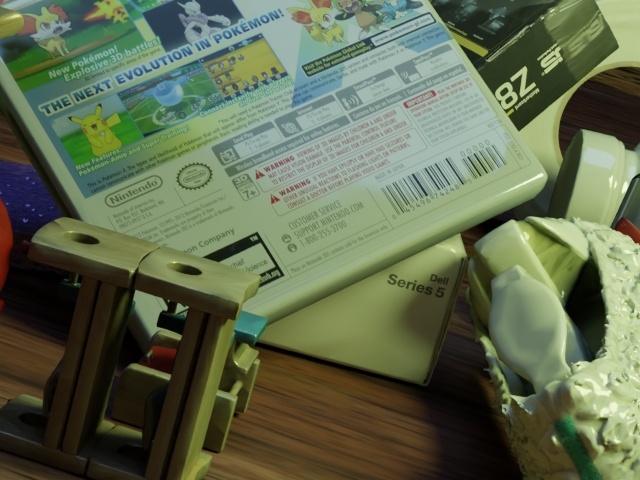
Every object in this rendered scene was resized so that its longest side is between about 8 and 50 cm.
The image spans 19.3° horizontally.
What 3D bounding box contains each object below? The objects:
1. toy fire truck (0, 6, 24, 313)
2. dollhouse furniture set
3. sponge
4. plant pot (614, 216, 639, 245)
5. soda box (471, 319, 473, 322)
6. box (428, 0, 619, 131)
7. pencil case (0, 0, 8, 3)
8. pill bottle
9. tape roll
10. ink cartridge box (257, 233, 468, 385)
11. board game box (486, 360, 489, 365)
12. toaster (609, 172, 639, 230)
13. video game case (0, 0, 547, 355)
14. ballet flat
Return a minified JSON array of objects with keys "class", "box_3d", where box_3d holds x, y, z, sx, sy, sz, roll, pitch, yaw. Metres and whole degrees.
[{"class":"toy fire truck","box_3d":[-0.253,-0.041,1.092,0.217,0.246,0.158,24,-4,31]},{"class":"dollhouse furniture set","box_3d":[-0.107,0.055,1.144,0.129,0.129,0.184,17,15,5]},{"class":"sponge","box_3d":[-0.216,-0.018,1.507,0.117,0.031,0.210,10,15,-22]},{"class":"plant pot","box_3d":[0.341,-0.002,1.476,0.191,0.174,0.191,43,5,-5]},{"class":"soda box","box_3d":[0.226,0.069,1.603,0.183,0.058,0.063,19,14,16]},{"class":"box","box_3d":[0.063,-0.180,1.906,0.097,0.318,0.395,54,-10,-32]},{"class":"pencil case","box_3d":[-0.316,-0.203,1.922,0.284,0.124,0.124,20,14,18]},{"class":"pill bottle","box_3d":[0.382,-0.011,1.854,0.301,0.169,0.169,16,14,-2]},{"class":"tape roll","box_3d":[0.313,-0.120,1.966,0.286,0.286,0.100,15,14,-4]},{"class":"ink cartridge box","box_3d":[0.000,0.000,1.502,0.198,0.115,0.273,15,15,-4]},{"class":"board game box","box_3d":[0.218,0.126,1.440,0.126,0.026,0.186,11,15,-19]},{"class":"toaster","box_3d":[0.339,0.031,1.658,0.168,0.110,0.186,21,-20,21]},{"class":"video game case","box_3d":[-0.047,-0.095,1.364,0.329,0.036,0.300,-25,71,-22]},{"class":"ballet flat","box_3d":[0.167,0.054,1.316,0.147,0.147,0.409,14,20,-8]}]
